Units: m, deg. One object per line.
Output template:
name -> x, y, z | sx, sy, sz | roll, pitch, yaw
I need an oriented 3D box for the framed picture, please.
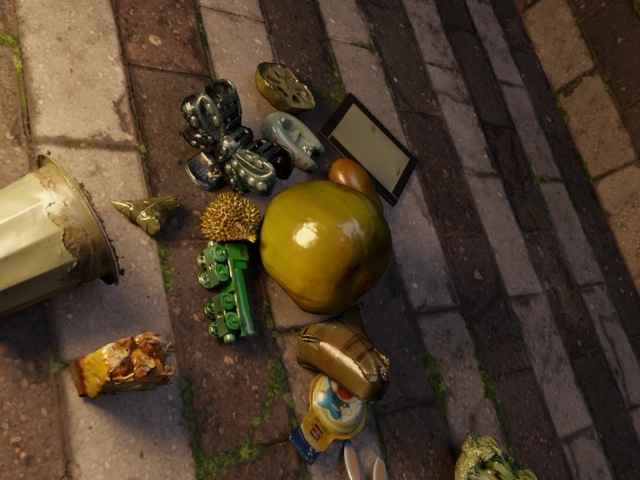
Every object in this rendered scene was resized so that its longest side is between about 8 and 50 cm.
framed picture -> 0.168, -0.306, 1.912 | 0.347, 0.016, 0.265 | 42, 48, -13

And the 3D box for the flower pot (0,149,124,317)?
flower pot -> -0.539, 0.016, 1.045 | 0.259, 0.290, 0.290 | -34, 91, -31

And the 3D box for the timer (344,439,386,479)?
timer -> 0.124, 0.589, 1.322 | 0.175, 0.175, 0.255 | 34, 50, -20

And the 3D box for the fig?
fig -> -0.003, 0.002, 1.425 | 0.343, 0.343, 0.343 | 18, 58, -31

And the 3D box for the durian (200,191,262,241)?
durian -> -0.211, -0.050, 1.376 | 0.146, 0.102, 0.208 | -25, 40, -21

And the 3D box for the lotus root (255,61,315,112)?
lotus root -> -0.116, -0.438, 1.708 | 0.204, 0.078, 0.183 | -7, 62, -51

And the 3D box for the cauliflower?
cauliflower -> 0.481, 0.650, 1.510 | 0.275, 0.250, 0.272 | 28, 55, -30

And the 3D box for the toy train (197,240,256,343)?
toy train -> -0.213, 0.119, 1.354 | 0.119, 0.085, 0.251 | 6, 63, -46

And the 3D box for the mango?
mango -> 0.112, -0.148, 1.736 | 0.227, 0.099, 0.136 | 50, 40, -18

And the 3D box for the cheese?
cheese -> 0.026, 0.417, 1.392 | 0.177, 0.069, 0.270 | 52, 48, -3

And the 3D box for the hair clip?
hair clip -> -0.222, -0.235, 1.441 | 0.310, 0.206, 0.194 | 49, 51, -6

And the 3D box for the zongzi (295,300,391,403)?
zongzi -> 0.111, 0.263, 1.438 | 0.260, 0.123, 0.289 | 26, 30, 33

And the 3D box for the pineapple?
pineapple -> -0.385, 0.241, 1.113 | 0.236, 0.186, 0.114 | 53, 16, -74

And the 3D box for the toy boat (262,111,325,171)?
toy boat -> -0.072, -0.296, 1.677 | 0.208, 0.079, 0.134 | 38, 52, -19

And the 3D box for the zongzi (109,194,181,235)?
zongzi -> -0.393, -0.095, 1.341 | 0.130, 0.062, 0.154 | 34, 44, -5
